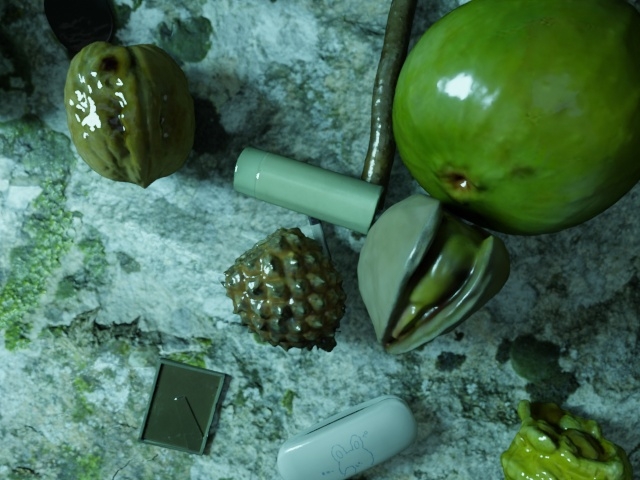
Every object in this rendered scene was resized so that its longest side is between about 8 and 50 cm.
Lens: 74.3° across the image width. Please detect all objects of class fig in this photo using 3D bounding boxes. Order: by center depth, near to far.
[{"bbox_3d":[0.256,-0.167,0.520,0.317,0.316,0.315,0,98,-3],"label":"fig"}]

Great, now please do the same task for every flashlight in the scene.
[{"bbox_3d":[0.000,0.000,0.654,0.018,0.018,0.083,-16,99,0],"label":"flashlight"}]

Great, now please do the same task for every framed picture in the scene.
[{"bbox_3d":[-0.225,0.271,0.686,0.109,0.011,0.148,17,97,-5],"label":"framed picture"}]

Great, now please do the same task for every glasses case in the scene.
[{"bbox_3d":[0.043,0.328,0.684,0.234,0.059,0.092,-23,97,-1],"label":"glasses case"}]

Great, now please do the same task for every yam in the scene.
[{"bbox_3d":[0.100,-0.208,0.617,0.046,0.045,0.326,5,98,-27],"label":"yam"}]

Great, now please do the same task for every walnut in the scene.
[{"bbox_3d":[-0.244,-0.160,0.556,0.156,0.155,0.183,-6,94,-2],"label":"walnut"}]

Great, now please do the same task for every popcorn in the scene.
[{"bbox_3d":[0.384,0.346,0.649,0.198,0.197,0.155,20,95,-6],"label":"popcorn"}]

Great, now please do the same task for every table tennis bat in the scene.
[{"bbox_3d":[-0.347,-0.340,0.588,0.087,0.013,0.156,-20,100,1],"label":"table tennis bat"}]

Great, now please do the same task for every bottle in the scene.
[{"bbox_3d":[-0.017,-0.071,0.595,0.202,0.072,0.072,19,97,8],"label":"bottle"}]

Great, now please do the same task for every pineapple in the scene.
[{"bbox_3d":[-0.039,0.084,0.598,0.166,0.166,0.193,-36,98,2],"label":"pineapple"}]

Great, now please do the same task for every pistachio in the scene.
[{"bbox_3d":[0.123,0.050,0.544,0.166,0.288,0.197,29,79,13],"label":"pistachio"}]
